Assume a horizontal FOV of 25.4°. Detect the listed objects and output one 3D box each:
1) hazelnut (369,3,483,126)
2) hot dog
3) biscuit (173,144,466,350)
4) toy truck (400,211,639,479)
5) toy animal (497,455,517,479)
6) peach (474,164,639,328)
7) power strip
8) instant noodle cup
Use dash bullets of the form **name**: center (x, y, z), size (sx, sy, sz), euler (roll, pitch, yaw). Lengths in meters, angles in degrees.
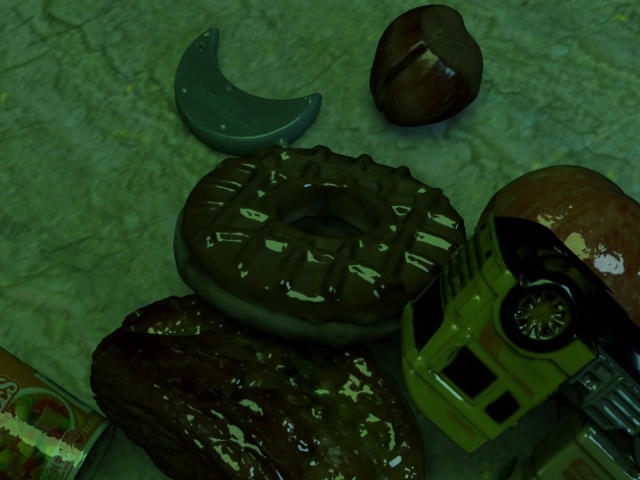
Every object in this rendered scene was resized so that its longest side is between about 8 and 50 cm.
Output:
- **hazelnut**: center (0.125, -0.210, 1.727), size (0.143, 0.143, 0.154), euler (-6, 55, 0)
- **hot dog**: center (-0.065, 0.187, 1.490), size (0.387, 0.174, 0.267), euler (37, 35, 20)
- **biscuit**: center (0.000, 0.000, 1.562), size (0.332, 0.103, 0.332), euler (5, 32, -3)
- **toy truck**: center (0.253, 0.176, 1.407), size (0.405, 0.181, 0.254), euler (43, 104, -13)
- **toy animal**: center (0.164, 0.325, 1.497), size (0.075, 0.041, 0.217), euler (7, 60, 5)
- **peach**: center (0.258, 0.025, 1.551), size (0.232, 0.232, 0.233), euler (-1, 63, 2)
- **power strip**: center (-0.094, -0.168, 1.757), size (0.216, 0.044, 0.137), euler (36, 71, 19)
- **instant noodle cup**: center (-0.328, 0.205, 1.525), size (0.185, 0.168, 0.168), euler (28, 67, 5)
